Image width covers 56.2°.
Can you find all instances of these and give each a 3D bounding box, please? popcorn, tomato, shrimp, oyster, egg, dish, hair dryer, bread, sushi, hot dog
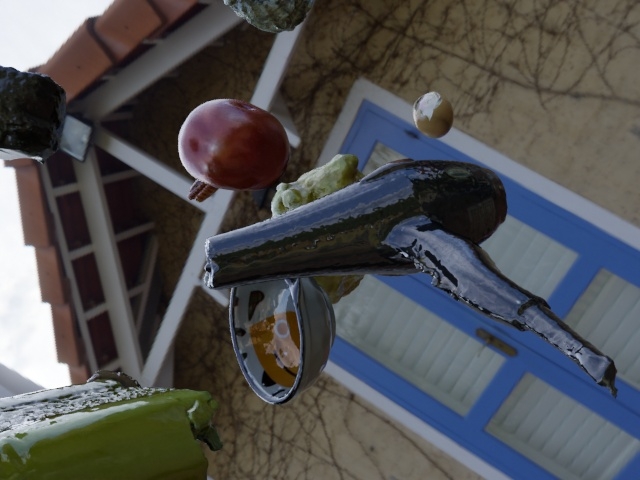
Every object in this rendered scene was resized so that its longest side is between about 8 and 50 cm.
[{"bbox_3d":[0.013,-0.001,1.354,0.292,0.293,0.334,-77,-24,-46],"label":"popcorn"},{"bbox_3d":[-0.144,-0.164,1.023,0.195,0.195,0.136,-32,-35,-65],"label":"tomato"},{"bbox_3d":[-0.479,0.376,1.341,0.058,0.173,0.253,-30,-7,21],"label":"shrimp"},{"bbox_3d":[-0.096,-0.470,1.180,0.177,0.125,0.064,-42,-9,-34],"label":"oyster"},{"bbox_3d":[0.226,-0.245,1.188,0.080,0.080,0.096,-56,-49,-13],"label":"egg"},{"bbox_3d":[-0.059,0.151,1.113,0.120,0.303,0.303,-4,-48,-35],"label":"dish"},{"bbox_3d":[0.074,0.025,0.476,0.359,0.303,0.120,-136,38,-63],"label":"hair dryer"},{"bbox_3d":[-0.314,0.275,0.658,0.376,0.251,0.208,8,-101,-53],"label":"bread"},{"bbox_3d":[-0.493,-0.191,0.872,0.124,0.225,0.127,150,131,-71],"label":"sushi"},{"bbox_3d":[-0.284,-0.152,1.532,0.144,0.062,0.038,-43,1,11],"label":"hot dog"}]
